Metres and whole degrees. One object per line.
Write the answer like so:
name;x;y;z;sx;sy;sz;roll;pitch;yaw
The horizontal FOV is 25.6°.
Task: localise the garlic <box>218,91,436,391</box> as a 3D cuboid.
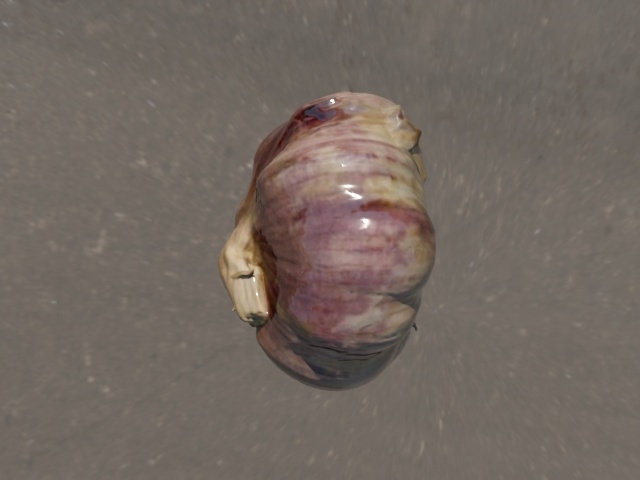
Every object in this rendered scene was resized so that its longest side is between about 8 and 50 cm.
garlic;0.000;0.000;1.113;0.161;0.245;0.245;1;87;-4
